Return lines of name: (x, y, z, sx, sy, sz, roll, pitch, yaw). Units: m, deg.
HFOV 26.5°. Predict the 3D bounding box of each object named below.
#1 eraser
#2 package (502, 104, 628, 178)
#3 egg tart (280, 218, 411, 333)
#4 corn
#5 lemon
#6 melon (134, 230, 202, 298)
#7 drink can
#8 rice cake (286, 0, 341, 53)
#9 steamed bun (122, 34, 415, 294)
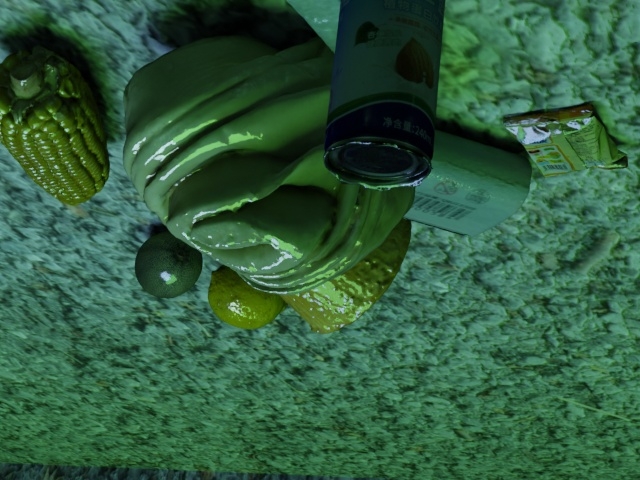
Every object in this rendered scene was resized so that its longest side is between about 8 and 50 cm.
eraser: (0.109, -0.078, 1.611, 0.227, 0.081, 0.174, 14, 162, -20)
package: (0.278, -0.111, 1.538, 0.108, 0.031, 0.121, -7, 150, 31)
egg tart: (0.000, 0.000, 1.730, 0.147, 0.202, 0.203, 34, 149, -24)
corn: (-0.308, -0.128, 1.580, 0.119, 0.119, 0.322, 5, 164, 6)
lemon: (-0.109, 0.081, 2.054, 0.133, 0.109, 0.109, 22, 155, -19)
melon: (-0.223, 0.035, 1.988, 0.098, 0.098, 0.131, 16, 163, -22)
drink can: (0.059, -0.168, 1.176, 0.097, 0.235, 0.097, 6, 159, 2)
rice cake: (0.005, -0.237, 1.256, 0.063, 0.069, 0.206, -6, 158, 27)
steamed bun: (-0.055, -0.083, 1.398, 0.276, 0.289, 0.203, -30, -168, 4)
